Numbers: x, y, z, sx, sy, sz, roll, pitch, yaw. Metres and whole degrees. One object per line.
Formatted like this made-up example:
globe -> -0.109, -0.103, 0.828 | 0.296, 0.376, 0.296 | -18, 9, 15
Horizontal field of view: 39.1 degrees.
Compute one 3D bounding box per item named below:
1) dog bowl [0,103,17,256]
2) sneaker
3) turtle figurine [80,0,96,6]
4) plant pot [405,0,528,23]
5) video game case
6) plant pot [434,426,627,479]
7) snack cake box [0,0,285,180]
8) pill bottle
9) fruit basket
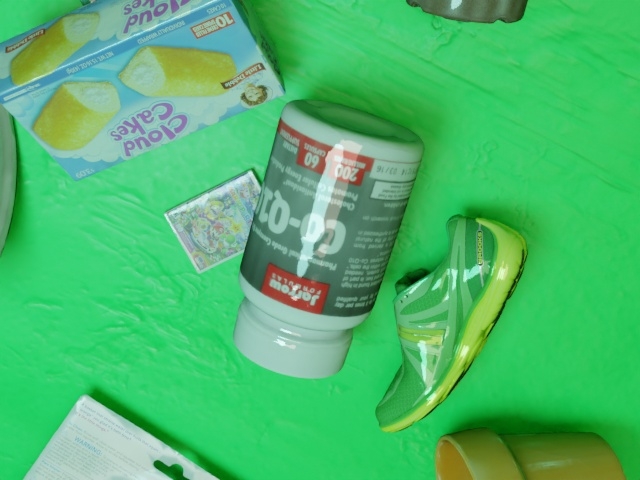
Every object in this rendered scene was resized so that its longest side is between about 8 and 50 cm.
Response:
dog bowl -> -0.488, -0.088, 0.895 | 0.150, 0.408, 0.408 | -1, 109, 18
sneaker -> 0.137, 0.098, 1.076 | 0.123, 0.109, 0.296 | 32, 110, 16
turtle figurine -> -0.287, -0.335, 0.940 | 0.234, 0.118, 0.175 | 39, 117, -20
plant pot -> 0.158, -0.313, 0.905 | 0.166, 0.167, 0.165 | 8, 117, 1
video game case -> -0.115, -0.022, 1.084 | 0.122, 0.011, 0.087 | -25, 105, 11
plant pot -> 0.262, 0.315, 1.091 | 0.187, 0.205, 0.205 | -12, 108, -10
snack cake box -> -0.188, -0.181, 0.960 | 0.264, 0.089, 0.152 | -21, 141, 10
pill bottle -> 0.000, 0.000, 1.006 | 0.161, 0.161, 0.283 | 16, 108, -2
fruit basket -> -0.271, 0.422, 1.189 | 0.327, 0.165, 0.353 | 34, 91, -8
